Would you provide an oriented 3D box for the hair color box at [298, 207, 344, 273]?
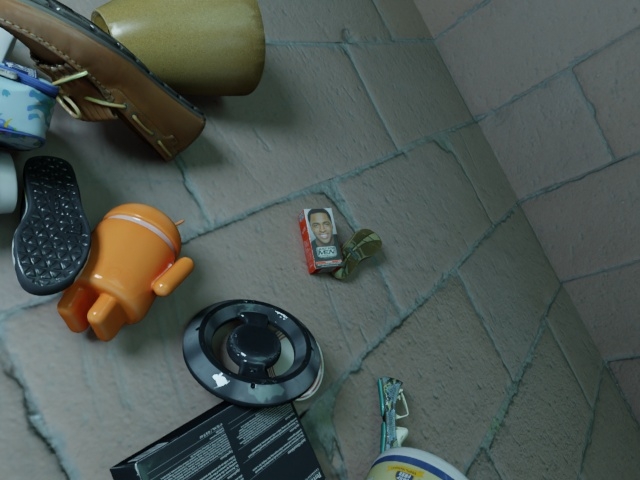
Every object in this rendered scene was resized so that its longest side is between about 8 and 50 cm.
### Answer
[{"bbox_3d":[0.000,0.000,1.015,0.072,0.043,0.141,-5,71,-24],"label":"hair color box"}]

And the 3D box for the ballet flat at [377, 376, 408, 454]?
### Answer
[{"bbox_3d":[0.156,0.384,0.961,0.070,0.070,0.188,24,55,-35],"label":"ballet flat"}]

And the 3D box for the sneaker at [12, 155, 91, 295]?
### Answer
[{"bbox_3d":[-0.362,-0.012,0.614,0.084,0.097,0.234,5,47,-31],"label":"sneaker"}]

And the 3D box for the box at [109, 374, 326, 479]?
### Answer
[{"bbox_3d":[-0.138,0.346,0.670,0.261,0.103,0.184,-17,79,-48],"label":"box"}]

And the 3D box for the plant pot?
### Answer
[{"bbox_3d":[-0.271,-0.371,0.841,0.254,0.237,0.237,-25,88,-34],"label":"plant pot"}]

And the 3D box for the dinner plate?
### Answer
[{"bbox_3d":[-0.050,0.237,0.877,0.141,0.017,0.141,22,54,-35],"label":"dinner plate"}]

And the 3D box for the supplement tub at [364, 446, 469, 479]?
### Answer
[{"bbox_3d":[0.127,0.536,0.741,0.228,0.228,0.316,57,42,-6],"label":"supplement tub"}]

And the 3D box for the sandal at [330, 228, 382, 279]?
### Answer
[{"bbox_3d":[0.078,0.032,1.094,0.180,0.049,0.072,-41,95,-33],"label":"sandal"}]

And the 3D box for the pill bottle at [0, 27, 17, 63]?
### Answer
[{"bbox_3d":[-0.534,-0.303,0.602,0.208,0.118,0.117,24,54,-35],"label":"pill bottle"}]

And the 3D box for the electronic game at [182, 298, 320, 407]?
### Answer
[{"bbox_3d":[-0.110,0.178,0.751,0.229,0.048,0.229,14,30,-9],"label":"electronic game"}]

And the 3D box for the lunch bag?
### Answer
[{"bbox_3d":[-0.436,-0.173,0.552,0.176,0.219,0.090,11,89,-40],"label":"lunch bag"}]

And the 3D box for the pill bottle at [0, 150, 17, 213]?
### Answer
[{"bbox_3d":[-0.488,-0.069,0.525,0.215,0.117,0.117,-7,75,-46],"label":"pill bottle"}]

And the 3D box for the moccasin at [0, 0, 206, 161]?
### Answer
[{"bbox_3d":[-0.340,-0.232,0.684,0.139,0.147,0.380,37,1,23],"label":"moccasin"}]

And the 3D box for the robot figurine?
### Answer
[{"bbox_3d":[-0.285,0.035,0.666,0.128,0.158,0.219,52,40,-36],"label":"robot figurine"}]
